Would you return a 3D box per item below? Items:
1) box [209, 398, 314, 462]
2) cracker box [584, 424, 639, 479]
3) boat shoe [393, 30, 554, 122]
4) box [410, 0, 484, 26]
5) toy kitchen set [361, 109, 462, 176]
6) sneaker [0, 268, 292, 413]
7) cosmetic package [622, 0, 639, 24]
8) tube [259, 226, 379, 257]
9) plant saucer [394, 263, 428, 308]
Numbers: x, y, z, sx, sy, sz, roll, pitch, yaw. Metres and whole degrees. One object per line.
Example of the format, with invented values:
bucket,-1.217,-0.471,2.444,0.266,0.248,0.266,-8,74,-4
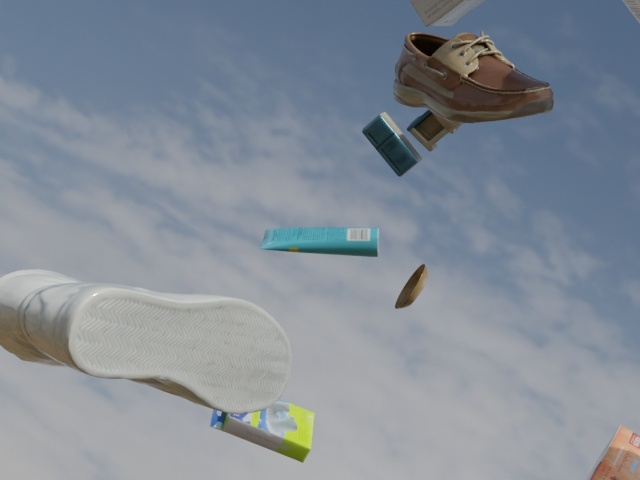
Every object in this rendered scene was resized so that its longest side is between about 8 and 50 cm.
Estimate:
box,-0.101,0.317,2.061,0.178,0.109,0.042,23,-62,-9
cracker box,0.315,0.351,1.388,0.067,0.155,0.232,32,-63,15
boat shoe,0.209,-0.243,1.691,0.324,0.123,0.116,23,-60,53
box,0.210,-0.462,1.847,0.181,0.119,0.182,-34,-97,30
toy kitchen set,0.175,-0.220,2.195,0.207,0.166,0.122,-40,-92,23
sneaker,-0.168,0.084,1.079,0.169,0.108,0.292,10,-9,40
cosmetic package,0.505,-0.373,1.523,0.117,0.231,0.085,46,1,-18
tube,0.000,0.000,2.056,0.207,0.080,0.052,2,-70,4
plant saucer,0.145,0.075,1.807,0.015,0.083,0.083,33,-27,-6
